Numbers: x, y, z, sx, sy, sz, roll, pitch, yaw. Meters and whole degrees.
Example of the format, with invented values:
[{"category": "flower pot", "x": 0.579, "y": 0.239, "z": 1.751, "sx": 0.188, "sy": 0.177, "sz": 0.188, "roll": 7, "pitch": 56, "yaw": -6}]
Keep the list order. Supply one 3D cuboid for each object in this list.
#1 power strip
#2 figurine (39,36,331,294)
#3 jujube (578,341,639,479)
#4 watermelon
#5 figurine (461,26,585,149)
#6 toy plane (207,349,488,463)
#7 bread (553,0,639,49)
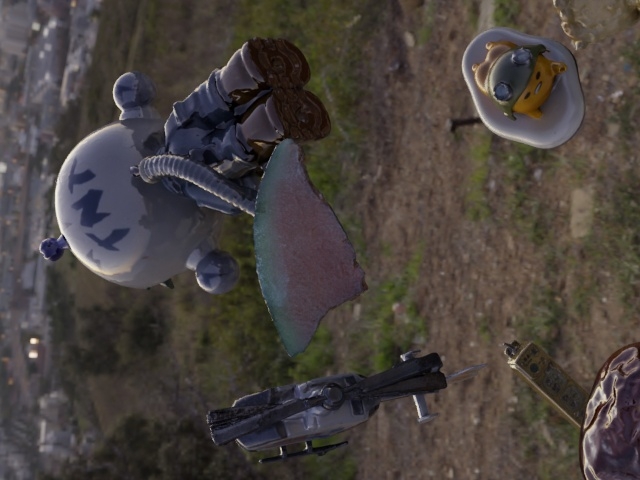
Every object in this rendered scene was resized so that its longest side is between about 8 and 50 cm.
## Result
[{"category": "power strip", "x": 0.459, "y": 0.290, "z": 1.663, "sx": 0.064, "sy": 0.305, "sz": 0.044, "roll": -48, "pitch": 5, "yaw": -11}, {"category": "figurine", "x": -0.148, "y": -0.075, "z": 0.947, "sx": 0.382, "sy": 0.186, "sz": 0.261, "roll": -29, "pitch": 67, "yaw": 37}, {"category": "jujube", "x": 0.462, "y": 0.273, "z": 1.251, "sx": 0.183, "sy": 0.183, "sz": 0.243, "roll": -22, "pitch": 43, "yaw": 55}, {"category": "watermelon", "x": -0.011, "y": -0.002, "z": 0.717, "sx": 0.080, "sy": 0.101, "sz": 0.155, "roll": -27, "pitch": 90, "yaw": 19}, {"category": "figurine", "x": 0.271, "y": -0.249, "z": 1.325, "sx": 0.250, "sy": 0.141, "sz": 0.166, "roll": 44, "pitch": 110, "yaw": 38}, {"category": "toy plane", "x": 0.017, "y": 0.112, "z": 0.604, "sx": 0.078, "sy": 0.197, "sz": 0.053, "roll": 121, "pitch": 138, "yaw": -65}, {"category": "bread", "x": 0.457, "y": -0.562, "z": 1.414, "sx": 0.279, "sy": 0.371, "sz": 0.390, "roll": -20, "pitch": 32, "yaw": 25}]
